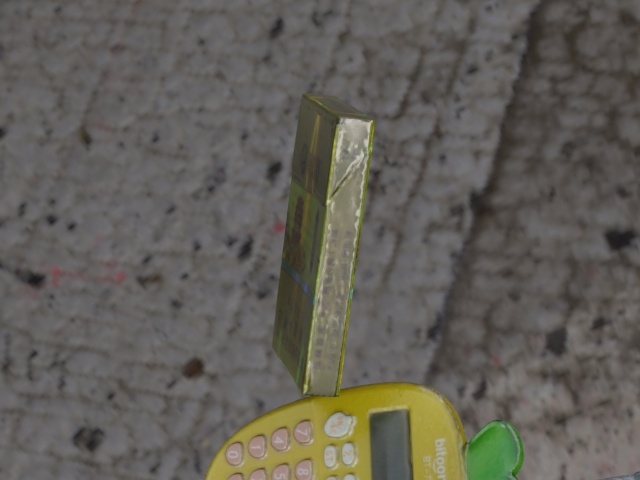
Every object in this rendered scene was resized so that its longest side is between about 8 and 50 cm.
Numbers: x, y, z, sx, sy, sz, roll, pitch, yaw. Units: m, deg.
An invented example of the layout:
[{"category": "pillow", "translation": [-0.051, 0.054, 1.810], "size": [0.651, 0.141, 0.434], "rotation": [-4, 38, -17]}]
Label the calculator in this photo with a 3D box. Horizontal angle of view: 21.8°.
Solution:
[{"category": "calculator", "translation": [0.027, 0.172, 1.154], "size": [0.235, 0.032, 0.146], "rotation": [-9, 64, 15]}]

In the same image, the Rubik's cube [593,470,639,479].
[{"category": "Rubik's cube", "translation": [0.285, 0.299, 1.016], "size": [0.259, 0.253, 0.256], "rotation": [-15, 28, 9]}]

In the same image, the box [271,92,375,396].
[{"category": "box", "translation": [0.000, 0.000, 1.167], "size": [0.030, 0.193, 0.121], "rotation": [4, 11, -13]}]
